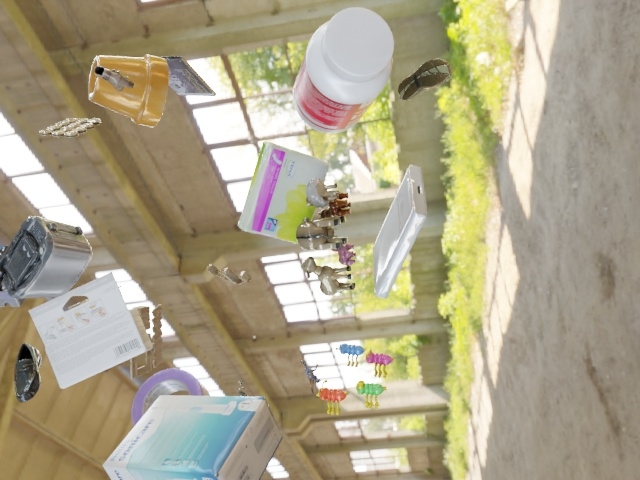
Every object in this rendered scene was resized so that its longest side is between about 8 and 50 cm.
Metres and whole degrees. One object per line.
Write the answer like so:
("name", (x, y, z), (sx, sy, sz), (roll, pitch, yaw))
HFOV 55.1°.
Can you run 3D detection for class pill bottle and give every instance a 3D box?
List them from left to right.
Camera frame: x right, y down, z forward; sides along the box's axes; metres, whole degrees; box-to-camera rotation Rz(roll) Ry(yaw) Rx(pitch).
("pill bottle", (0.060, -0.452, 1.658), (0.407, 0.228, 0.229), (147, 118, -78))

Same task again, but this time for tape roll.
("tape roll", (-0.376, 0.429, 1.562), (0.080, 0.188, 0.189), (68, -164, -55))

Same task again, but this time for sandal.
("sandal", (0.277, -0.420, 1.608), (0.180, 0.049, 0.072), (-23, 78, 52))

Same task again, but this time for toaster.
("toaster", (-0.652, 0.052, 1.453), (0.129, 0.227, 0.146), (46, -163, 26))

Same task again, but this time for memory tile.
("memory tile", (-0.676, -0.308, 1.663), (0.148, 0.113, 0.012), (-62, -24, -60))

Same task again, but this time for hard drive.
("hard drive", (0.238, -0.023, 1.886), (0.233, 0.047, 0.353), (-87, 13, -48))

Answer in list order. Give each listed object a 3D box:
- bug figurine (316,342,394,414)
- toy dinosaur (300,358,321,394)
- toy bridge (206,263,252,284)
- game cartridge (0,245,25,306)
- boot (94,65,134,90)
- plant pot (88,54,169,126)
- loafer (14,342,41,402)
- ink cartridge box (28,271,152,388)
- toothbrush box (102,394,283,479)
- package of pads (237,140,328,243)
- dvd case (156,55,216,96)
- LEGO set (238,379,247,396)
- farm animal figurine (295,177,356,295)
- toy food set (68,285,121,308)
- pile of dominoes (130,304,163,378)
("bug figurine", (0.112, 0.411, 1.905), (0.279, 0.216, 0.072), (-61, -39, -47))
("toy dinosaur", (-0.035, 0.370, 1.714), (0.047, 0.082, 0.090), (31, -97, -36))
("toy bridge", (-0.266, 0.108, 1.840), (0.063, 0.188, 0.026), (47, -117, -38))
("game cartridge", (-0.920, 0.091, 1.618), (0.230, 0.354, 0.068), (-88, -4, -56))
("boot", (-0.520, -0.406, 1.523), (0.086, 0.118, 0.042), (20, -92, -43))
("plant pot", (-0.563, -0.448, 1.780), (0.205, 0.187, 0.205), (-15, 72, 56))
("loafer", (-0.882, 0.393, 1.831), (0.223, 0.076, 0.078), (-124, 10, -56))
("ink cartridge box", (-0.697, 0.271, 1.865), (0.066, 0.296, 0.261), (12, -127, -84))
("toothbrush box", (-0.263, 0.442, 1.286), (0.216, 0.295, 0.126), (-55, -48, -54))
("package of pads", (-0.116, -0.150, 2.008), (0.101, 0.229, 0.297), (31, 105, 62))
("dvd case", (-0.487, -0.569, 2.139), (0.221, 0.164, 0.018), (43, -122, -60))
("LEGO set", (-0.282, 0.540, 2.183), (0.083, 0.023, 0.054), (-115, -1, -64))
("farm animal figurine", (0.000, 0.000, 1.909), (0.327, 0.172, 0.331), (38, -131, -74))
("toy food set", (-0.860, 0.232, 2.349), (0.192, 0.132, 0.039), (-24, -87, -37))
("pile of dominoes", (-0.665, 0.372, 2.306), (0.196, 0.040, 0.252), (-7, -83, -70))
